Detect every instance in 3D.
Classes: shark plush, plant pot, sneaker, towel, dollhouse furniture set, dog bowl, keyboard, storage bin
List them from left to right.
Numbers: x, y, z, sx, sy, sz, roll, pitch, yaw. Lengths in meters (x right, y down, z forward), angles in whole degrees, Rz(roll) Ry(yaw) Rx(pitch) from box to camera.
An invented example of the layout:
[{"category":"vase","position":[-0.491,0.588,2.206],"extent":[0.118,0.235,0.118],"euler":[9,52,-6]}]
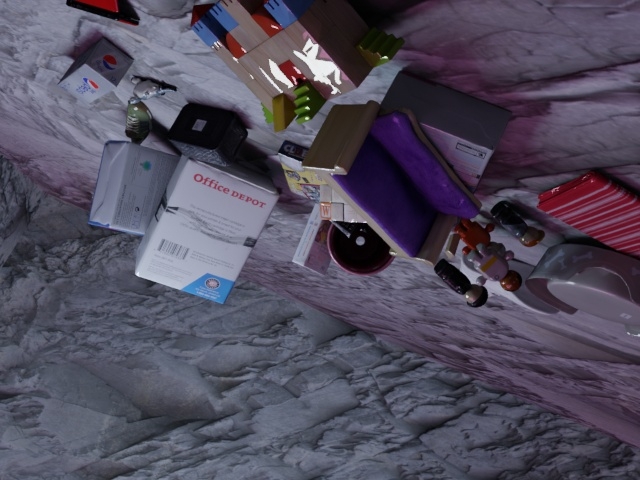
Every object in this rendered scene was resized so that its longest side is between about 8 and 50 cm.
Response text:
[{"category":"sneaker","position":[-0.555,-0.347,2.060],"extent":[0.064,0.086,0.192],"euler":[25,164,2]},{"category":"shark plush","position":[-0.446,-0.407,1.829],"extent":[0.161,0.073,0.067],"euler":[-11,165,32]},{"category":"storage bin","position":[-0.300,-0.282,1.813],"extent":[0.180,0.122,0.084],"euler":[17,162,28]},{"category":"keyboard","position":[0.093,-0.068,1.807],"extent":[0.108,0.180,0.023],"euler":[42,128,-3]},{"category":"plant pot","position":[0.117,0.000,1.975],"extent":[0.201,0.201,0.180],"euler":[26,179,-2]},{"category":"dollhouse furniture set","position":[0.359,0.006,1.737],"extent":[0.081,0.114,0.091],"euler":[24,162,-10]},{"category":"sneaker","position":[0.521,0.122,1.886],"extent":[0.293,0.108,0.169],"euler":[32,167,16]},{"category":"dog bowl","position":[0.662,0.116,1.585],"extent":[0.349,0.102,0.349],"euler":[23,170,4]},{"category":"towel","position":[0.596,-0.046,1.366],"extent":[0.275,0.031,0.199],"euler":[27,162,-9]}]

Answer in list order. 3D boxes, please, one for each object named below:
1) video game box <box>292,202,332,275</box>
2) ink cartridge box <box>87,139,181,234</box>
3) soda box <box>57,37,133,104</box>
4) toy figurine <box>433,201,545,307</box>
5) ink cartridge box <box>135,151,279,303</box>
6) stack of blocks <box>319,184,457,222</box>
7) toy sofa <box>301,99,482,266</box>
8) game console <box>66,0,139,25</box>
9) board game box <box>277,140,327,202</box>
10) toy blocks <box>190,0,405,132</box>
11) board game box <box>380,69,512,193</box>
[{"category":"video game box","position":[0.000,0.000,2.056],"extent":[0.048,0.187,0.205],"euler":[23,176,21]},{"category":"ink cartridge box","position":[-0.507,-0.140,2.184],"extent":[0.396,0.269,0.151],"euler":[13,179,-45]},{"category":"soda box","position":[-0.604,-0.445,1.821],"extent":[0.098,0.091,0.286],"euler":[36,161,-28]},{"category":"toy figurine","position":[0.395,0.037,1.588],"extent":[0.148,0.213,0.209],"euler":[39,149,-12]},{"category":"ink cartridge box","position":[-0.339,-0.049,2.025],"extent":[0.286,0.394,0.166],"euler":[22,-161,-23]},{"category":"stack of blocks","position":[0.159,-0.089,1.642],"extent":[0.171,0.087,0.297],"euler":[-6,-171,-43]},{"category":"toy sofa","position":[0.148,-0.100,1.320],"extent":[0.177,0.150,0.362],"euler":[12,158,45]},{"category":"game console","position":[-0.479,-0.535,1.493],"extent":[0.144,0.085,0.124],"euler":[21,-166,17]},{"category":"board game box","position":[-0.019,-0.173,1.872],"extent":[0.165,0.042,0.243],"euler":[22,163,13]},{"category":"toy blocks","position":[-0.071,-0.360,1.189],"extent":[0.261,0.190,0.381],"euler":[45,158,-21]},{"category":"board game box","position":[0.228,-0.186,1.366],"extent":[0.224,0.097,0.303],"euler":[24,162,9]}]
